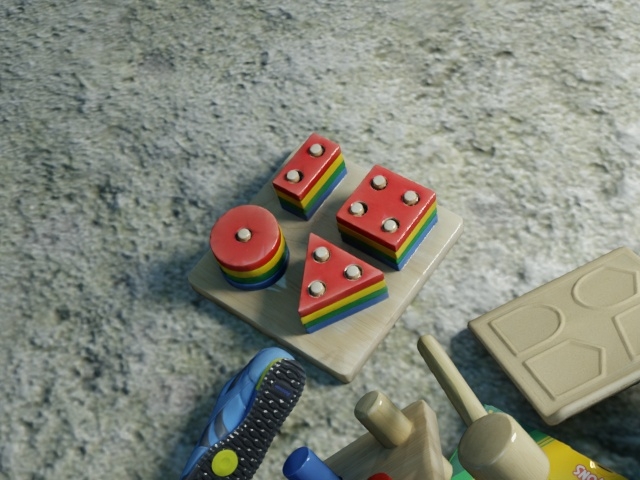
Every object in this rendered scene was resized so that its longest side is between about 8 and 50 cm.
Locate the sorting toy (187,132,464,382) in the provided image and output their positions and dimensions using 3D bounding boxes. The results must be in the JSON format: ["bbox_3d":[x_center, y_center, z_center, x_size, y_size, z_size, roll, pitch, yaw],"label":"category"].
[{"bbox_3d":[0.000,0.000,1.286,0.257,0.089,0.255,29,68,26],"label":"sorting toy"}]

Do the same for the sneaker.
[{"bbox_3d":[-0.099,0.214,1.195,0.209,0.069,0.082,-55,30,-12],"label":"sneaker"}]

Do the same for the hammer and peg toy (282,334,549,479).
[{"bbox_3d":[0.056,0.259,0.976,0.361,0.127,0.266,-37,21,17],"label":"hammer and peg toy"}]

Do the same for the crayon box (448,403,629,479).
[{"bbox_3d":[0.246,0.306,1.043,0.278,0.081,0.165,26,66,25],"label":"crayon box"}]

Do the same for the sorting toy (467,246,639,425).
[{"bbox_3d":[0.339,0.082,1.144,0.307,0.041,0.229,-26,27,-5],"label":"sorting toy"}]
